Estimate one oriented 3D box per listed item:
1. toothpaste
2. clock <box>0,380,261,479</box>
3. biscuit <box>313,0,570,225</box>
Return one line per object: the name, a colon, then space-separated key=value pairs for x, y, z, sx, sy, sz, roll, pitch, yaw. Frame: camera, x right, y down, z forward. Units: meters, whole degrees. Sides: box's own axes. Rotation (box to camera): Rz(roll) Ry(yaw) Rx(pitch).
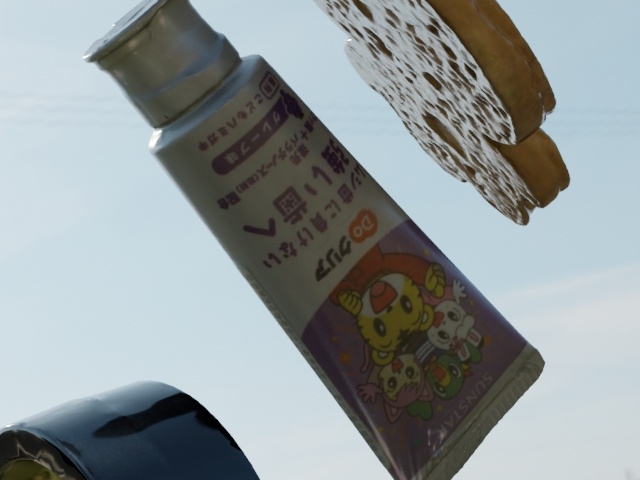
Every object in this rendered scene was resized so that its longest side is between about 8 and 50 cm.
toothpaste: x=0.000 y=0.000 z=0.724 sx=0.114 sy=0.299 sz=0.073 roll=-47 pitch=17 yaw=-21
clock: x=-0.023 y=0.222 z=0.573 sx=0.120 sy=0.276 sz=0.379 roll=-15 pitch=31 yaw=-35
biscuit: x=0.061 y=-0.105 z=0.774 sx=0.044 sy=0.202 sz=0.289 roll=-46 pitch=-39 yaw=-4
